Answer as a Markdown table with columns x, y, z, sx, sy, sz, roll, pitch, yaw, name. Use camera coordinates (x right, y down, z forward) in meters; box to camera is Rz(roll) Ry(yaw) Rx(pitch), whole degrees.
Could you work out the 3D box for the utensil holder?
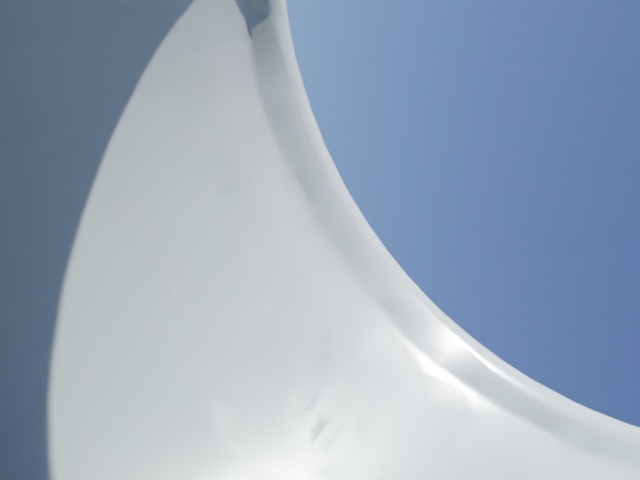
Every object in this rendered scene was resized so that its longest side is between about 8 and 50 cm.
| x | y | z | sx | sy | sz | roll | pitch | yaw | name |
| --- | --- | --- | --- | --- | --- | --- | --- | --- | --- |
| 0.000 | 0.000 | 0.181 | 0.385 | 0.327 | 0.328 | -33 | 131 | -48 | utensil holder |
